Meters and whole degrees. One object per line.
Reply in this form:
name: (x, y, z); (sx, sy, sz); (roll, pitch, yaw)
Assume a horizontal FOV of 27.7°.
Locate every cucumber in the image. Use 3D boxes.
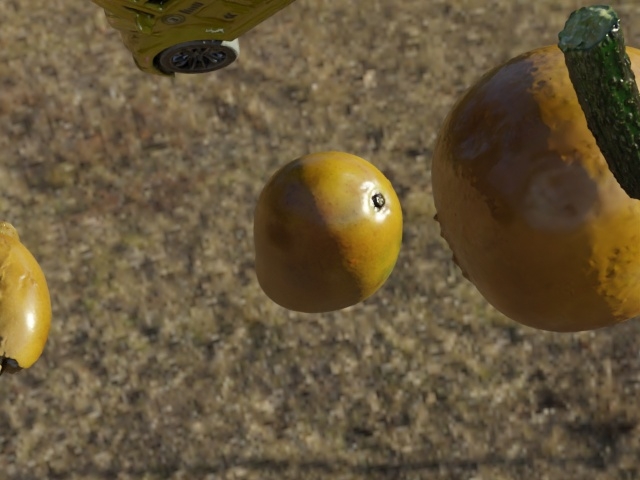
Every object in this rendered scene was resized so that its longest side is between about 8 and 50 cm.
cucumber: (0.253, -0.112, 1.109); (0.058, 0.187, 0.058); (-19, 38, 16)

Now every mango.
mango: (0.005, 0.001, 0.959); (0.111, 0.163, 0.089); (21, 56, 14)

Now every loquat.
loquat: (0.280, -0.059, 1.430); (0.328, 0.328, 0.328); (-8, 29, 5)

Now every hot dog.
hot dog: (-0.233, 0.042, 0.914); (0.090, 0.060, 0.140); (-41, 53, 9)

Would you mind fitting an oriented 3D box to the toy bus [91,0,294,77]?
toy bus: (-0.056, -0.227, 0.822); (0.151, 0.145, 0.331); (4, -19, -42)
